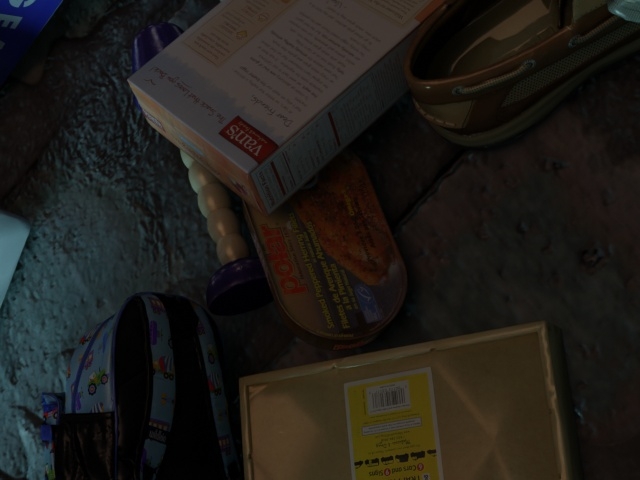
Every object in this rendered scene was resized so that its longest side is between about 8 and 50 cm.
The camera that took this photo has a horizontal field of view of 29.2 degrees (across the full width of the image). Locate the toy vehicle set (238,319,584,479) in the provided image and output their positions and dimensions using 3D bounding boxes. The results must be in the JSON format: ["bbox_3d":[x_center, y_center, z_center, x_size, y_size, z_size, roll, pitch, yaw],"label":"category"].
[{"bbox_3d":[0.063,0.166,0.935,0.267,0.035,0.166,-13,71,26],"label":"toy vehicle set"}]

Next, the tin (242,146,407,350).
[{"bbox_3d":[0.000,0.000,0.988,0.106,0.040,0.189,-13,64,-15],"label":"tin"}]

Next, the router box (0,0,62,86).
[{"bbox_3d":[-0.351,-0.338,1.219,0.335,0.082,0.301,-46,62,30],"label":"router box"}]

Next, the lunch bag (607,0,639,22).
[{"bbox_3d":[0.344,-0.236,0.737,0.287,0.235,0.169,13,41,-2],"label":"lunch bag"}]

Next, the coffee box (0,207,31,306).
[{"bbox_3d":[-0.542,0.051,1.132,0.338,0.334,0.337,20,88,34],"label":"coffee box"}]

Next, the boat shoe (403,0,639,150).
[{"bbox_3d":[0.196,-0.194,0.910,0.324,0.120,0.122,-43,61,13],"label":"boat shoe"}]

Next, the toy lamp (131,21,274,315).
[{"bbox_3d":[-0.105,-0.069,1.073,0.080,0.080,0.274,-29,66,20],"label":"toy lamp"}]

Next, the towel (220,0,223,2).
[{"bbox_3d":[-0.072,-0.361,1.043,0.121,0.235,0.283,36,95,38],"label":"towel"}]

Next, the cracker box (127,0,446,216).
[{"bbox_3d":[-0.018,-0.147,1.002,0.232,0.067,0.156,-42,57,-15],"label":"cracker box"}]

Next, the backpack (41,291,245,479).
[{"bbox_3d":[-0.144,0.133,0.988,0.117,0.158,0.173,-12,76,33],"label":"backpack"}]
